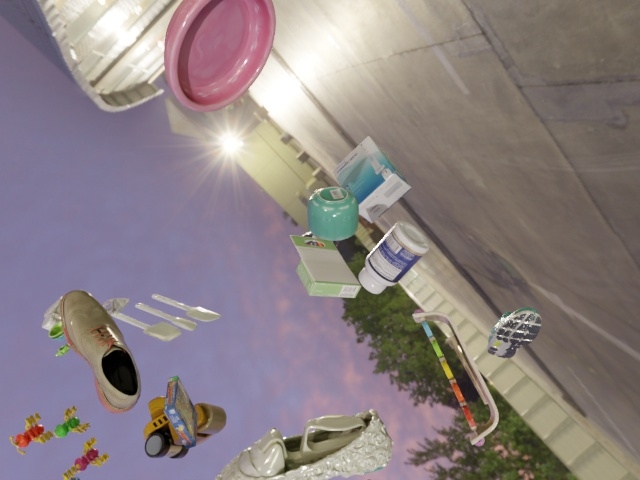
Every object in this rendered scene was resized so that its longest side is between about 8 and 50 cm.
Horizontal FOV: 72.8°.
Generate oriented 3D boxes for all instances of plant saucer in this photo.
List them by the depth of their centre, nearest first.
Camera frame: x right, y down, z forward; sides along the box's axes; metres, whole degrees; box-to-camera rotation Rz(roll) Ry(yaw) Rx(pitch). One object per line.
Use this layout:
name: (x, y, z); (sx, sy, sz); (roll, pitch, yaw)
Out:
plant saucer: (-0.250, -0.475, 1.052); (0.084, 0.332, 0.332); (41, -177, 13)

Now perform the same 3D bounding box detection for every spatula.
spatula: (-0.385, 0.181, 1.056); (0.242, 0.019, 0.168); (12, -158, 31)

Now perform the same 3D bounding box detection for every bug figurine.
bug figurine: (-0.770, 0.635, 1.298); (0.279, 0.072, 0.216); (52, -165, 6)

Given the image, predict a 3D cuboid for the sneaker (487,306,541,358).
sneaker: (0.579, 0.266, 1.333); (0.107, 0.110, 0.275); (14, 147, 4)

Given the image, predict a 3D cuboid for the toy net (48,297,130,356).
toy net: (-0.669, 0.234, 1.261); (0.122, 0.232, 0.045); (41, 161, 56)

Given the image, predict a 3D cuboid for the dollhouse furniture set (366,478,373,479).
dollhouse furniture set: (0.267, 0.819, 1.089); (0.394, 0.256, 0.362); (-4, 127, 38)

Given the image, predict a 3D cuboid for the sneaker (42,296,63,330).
sneaker: (-1.027, 0.304, 1.714); (0.094, 0.080, 0.212); (46, -178, -31)

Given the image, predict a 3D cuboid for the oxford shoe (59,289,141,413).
oxford shoe: (-0.546, 0.261, 1.108); (0.123, 0.130, 0.348); (-26, -102, -47)

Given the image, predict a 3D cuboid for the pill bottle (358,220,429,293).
pill bottle: (0.163, 0.044, 1.001); (0.094, 0.169, 0.094); (26, -147, -18)

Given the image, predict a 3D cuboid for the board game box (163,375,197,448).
board game box: (-0.457, 0.568, 1.437); (0.136, 0.035, 0.201); (-112, 8, -59)

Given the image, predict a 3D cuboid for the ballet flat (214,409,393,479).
ballet flat: (-0.045, 0.454, 0.943); (0.147, 0.409, 0.147); (168, 90, -81)

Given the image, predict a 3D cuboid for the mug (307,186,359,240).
mug: (0.020, -0.080, 1.099); (0.158, 0.129, 0.097); (19, 131, 23)

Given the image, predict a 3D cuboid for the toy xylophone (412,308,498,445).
toy xylophone: (0.326, 0.313, 1.034); (0.236, 0.081, 0.322); (53, -166, -57)

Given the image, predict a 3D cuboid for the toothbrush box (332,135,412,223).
toothbrush box: (0.199, -0.249, 1.749); (0.126, 0.216, 0.295); (32, -157, -38)

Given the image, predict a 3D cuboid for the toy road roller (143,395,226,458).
toy road roller: (-0.591, 0.752, 1.842); (0.240, 0.329, 0.202); (58, 180, 31)

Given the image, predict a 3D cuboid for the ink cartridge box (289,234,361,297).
ink cartridge box: (0.003, 0.080, 1.367); (0.171, 0.056, 0.235); (7, -148, -32)

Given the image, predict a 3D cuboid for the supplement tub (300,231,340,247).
supplement tub: (0.000, 0.000, 1.704); (0.106, 0.198, 0.106); (18, -119, -35)
